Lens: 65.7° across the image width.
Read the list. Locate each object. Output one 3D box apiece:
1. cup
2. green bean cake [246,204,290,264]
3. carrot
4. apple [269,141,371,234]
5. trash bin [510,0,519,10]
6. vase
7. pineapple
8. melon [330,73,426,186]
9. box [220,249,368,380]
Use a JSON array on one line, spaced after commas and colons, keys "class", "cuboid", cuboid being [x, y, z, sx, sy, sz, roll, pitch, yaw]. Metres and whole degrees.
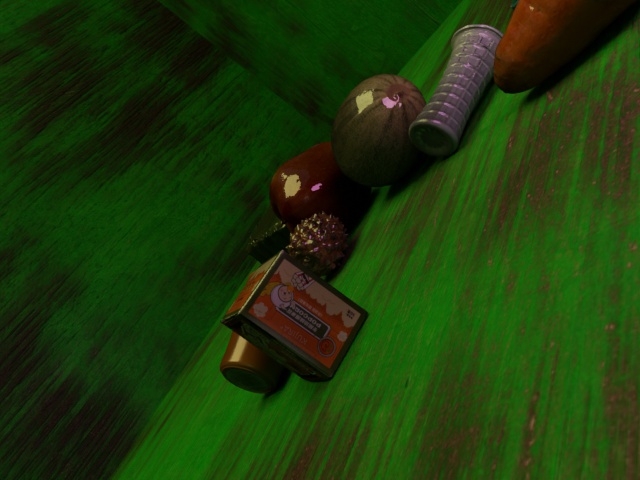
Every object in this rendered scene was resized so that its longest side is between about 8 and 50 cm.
[{"class": "cup", "cuboid": [-0.118, 0.215, 1.146, 0.226, 0.183, 0.263, 86, -160, -49]}, {"class": "green bean cake", "cuboid": [-0.088, -0.050, 1.838, 0.319, 0.218, 0.334, -30, 30, 49]}, {"class": "carrot", "cuboid": [0.373, -0.341, 0.821, 0.225, 0.159, 0.159, -59, 3, 40]}, {"class": "apple", "cuboid": [-0.007, -0.138, 1.518, 0.317, 0.288, 0.288, -42, 7, -12]}, {"class": "trash bin", "cuboid": [0.456, -0.744, 1.144, 0.259, 0.381, 0.295, -43, 14, 53]}, {"class": "vase", "cuboid": [0.309, -0.334, 1.119, 0.298, 0.143, 0.143, -60, 11, -21]}, {"class": "pineapple", "cuboid": [0.000, 0.000, 1.319, 0.166, 0.166, 0.193, -44, 12, 45]}, {"class": "melon", "cuboid": [0.151, -0.273, 1.264, 0.248, 0.249, 0.329, -57, -7, -21]}, {"class": "box", "cuboid": [-0.055, 0.144, 0.913, 0.148, 0.195, 0.177, -56, 10, -21]}]
